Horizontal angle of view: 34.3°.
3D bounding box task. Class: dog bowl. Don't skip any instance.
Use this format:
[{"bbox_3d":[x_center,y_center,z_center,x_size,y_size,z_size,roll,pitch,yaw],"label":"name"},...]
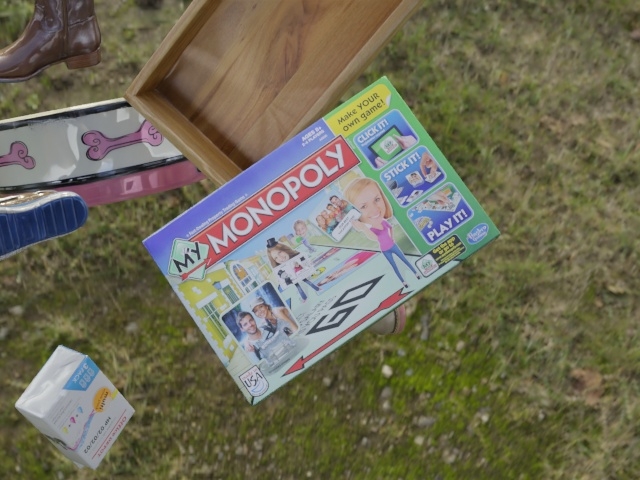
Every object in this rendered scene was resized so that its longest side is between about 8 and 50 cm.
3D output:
[{"bbox_3d":[-0.347,-0.148,1.669,0.408,0.408,0.150,-14,101,-15],"label":"dog bowl"}]

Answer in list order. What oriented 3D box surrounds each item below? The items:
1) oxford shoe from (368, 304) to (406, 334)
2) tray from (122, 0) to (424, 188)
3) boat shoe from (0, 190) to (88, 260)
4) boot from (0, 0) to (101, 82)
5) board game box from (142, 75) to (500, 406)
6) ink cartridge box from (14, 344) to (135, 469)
[{"bbox_3d":[-0.017,0.053,1.595,0.130,0.123,0.348,-26,45,-34],"label":"oxford shoe"},{"bbox_3d":[-0.035,-0.257,1.224,0.203,0.411,0.076,43,24,1],"label":"tray"},{"bbox_3d":[-0.373,-0.018,1.233,0.183,0.066,0.066,-13,20,-28],"label":"boat shoe"},{"bbox_3d":[-0.209,-0.176,0.745,0.106,0.114,0.037,-19,41,-29],"label":"boot"},{"bbox_3d":[0.000,0.000,1.108,0.317,0.046,0.213,-35,82,-2],"label":"board game box"},{"bbox_3d":[-0.329,0.243,1.441,0.061,0.181,0.104,13,58,33],"label":"ink cartridge box"}]
